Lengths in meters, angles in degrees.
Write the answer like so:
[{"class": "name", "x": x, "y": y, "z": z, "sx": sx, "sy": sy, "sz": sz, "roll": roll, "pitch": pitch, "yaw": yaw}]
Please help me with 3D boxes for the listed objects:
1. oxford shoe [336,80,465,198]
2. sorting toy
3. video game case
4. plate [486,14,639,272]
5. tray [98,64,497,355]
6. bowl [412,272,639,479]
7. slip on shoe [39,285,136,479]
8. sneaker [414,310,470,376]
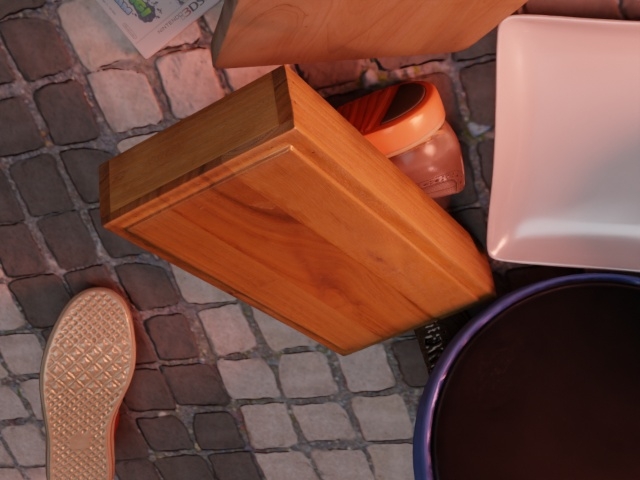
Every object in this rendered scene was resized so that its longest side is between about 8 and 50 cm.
[{"class": "oxford shoe", "x": -0.021, "y": -0.046, "z": 1.021, "sx": 0.364, "sy": 0.130, "sz": 0.132, "roll": -16, "pitch": 122, "yaw": 25}, {"class": "sorting toy", "x": 0.042, "y": -0.230, "z": 0.795, "sx": 0.256, "sy": 0.257, "sz": 0.089, "roll": -6, "pitch": 86, "yaw": -13}, {"class": "video game case", "x": -0.184, "y": -0.289, "z": 0.978, "sx": 0.143, "sy": 0.019, "sz": 0.157, "roll": -30, "pitch": 109, "yaw": 30}, {"class": "plate", "x": 0.312, "y": -0.094, "z": 0.938, "sx": 0.278, "sy": 0.045, "sz": 0.277, "roll": 5, "pitch": 122, "yaw": 14}, {"class": "tray", "x": 0.000, "y": 0.000, "z": 0.932, "sx": 0.203, "sy": 0.076, "sz": 0.411, "roll": -24, "pitch": 146, "yaw": 23}, {"class": "bowl", "x": 0.289, "y": 0.216, "z": 0.961, "sx": 0.391, "sy": 0.390, "sz": 0.077, "roll": 7, "pitch": 164, "yaw": 12}, {"class": "slip on shoe", "x": -0.321, "y": 0.209, "z": 1.285, "sx": 0.123, "sy": 0.101, "sz": 0.331, "roll": 5, "pitch": 113, "yaw": -12}, {"class": "sneaker", "x": 0.155, "y": 0.142, "z": 1.117, "sx": 0.066, "sy": 0.071, "sz": 0.188, "roll": -18, "pitch": 115, "yaw": 26}]
